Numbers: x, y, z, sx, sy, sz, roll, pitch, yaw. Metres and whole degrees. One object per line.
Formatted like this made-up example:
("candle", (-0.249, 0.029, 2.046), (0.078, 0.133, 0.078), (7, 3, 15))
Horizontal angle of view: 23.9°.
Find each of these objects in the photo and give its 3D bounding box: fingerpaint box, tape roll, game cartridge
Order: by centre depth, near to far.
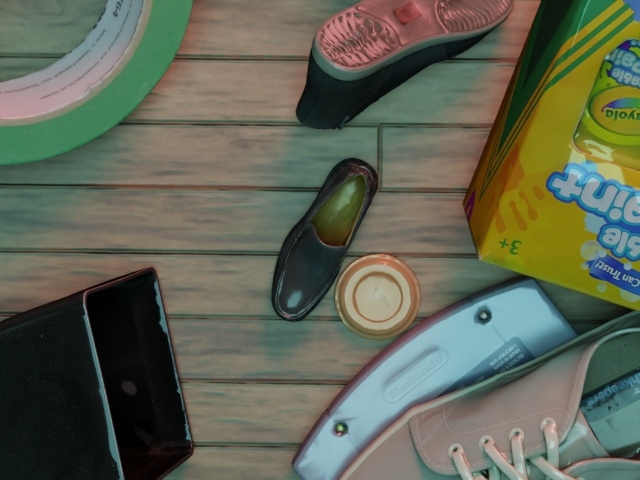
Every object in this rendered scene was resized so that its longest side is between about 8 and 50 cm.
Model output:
("fingerpaint box", (0.398, -0.102, 1.311), (0.444, 0.163, 0.371), (18, 108, -6))
("tape roll", (-0.269, -0.222, 1.317), (0.321, 0.077, 0.321), (-15, 127, -22))
("game cartridge", (0.129, 0.176, 1.446), (0.294, 0.060, 0.196), (-38, 96, 3))

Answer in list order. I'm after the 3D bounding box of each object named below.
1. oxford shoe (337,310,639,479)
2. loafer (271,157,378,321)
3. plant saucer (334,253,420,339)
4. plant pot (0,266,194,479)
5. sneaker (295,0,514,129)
("oxford shoe", (0.176, 0.201, 1.359), (0.449, 0.130, 0.169), (-31, 94, 4))
("loafer", (0.000, 0.000, 1.429), (0.062, 0.061, 0.170), (24, 94, -2))
("plant saucer", (0.055, 0.055, 1.457), (0.083, 0.013, 0.083), (0, 95, 0))
("plant pot", (-0.238, 0.141, 1.391), (0.167, 0.187, 0.188), (-12, 94, 14))
("sneaker", (0.072, -0.183, 1.417), (0.222, 0.118, 0.083), (-23, 73, -25))
